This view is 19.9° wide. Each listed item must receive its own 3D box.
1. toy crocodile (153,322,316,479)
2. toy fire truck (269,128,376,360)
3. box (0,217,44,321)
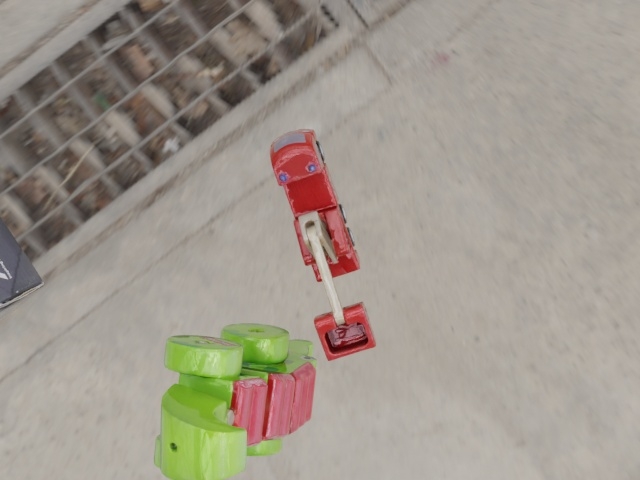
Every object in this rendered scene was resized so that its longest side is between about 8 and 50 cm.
[{"bbox_3d":[-0.064,0.141,1.603,0.105,0.340,0.115,8,95,17],"label":"toy crocodile"},{"bbox_3d":[0.000,0.000,1.645,0.047,0.135,0.192,-18,102,7],"label":"toy fire truck"},{"bbox_3d":[-0.437,-0.036,1.431,0.318,0.097,0.395,-36,87,31],"label":"box"}]
